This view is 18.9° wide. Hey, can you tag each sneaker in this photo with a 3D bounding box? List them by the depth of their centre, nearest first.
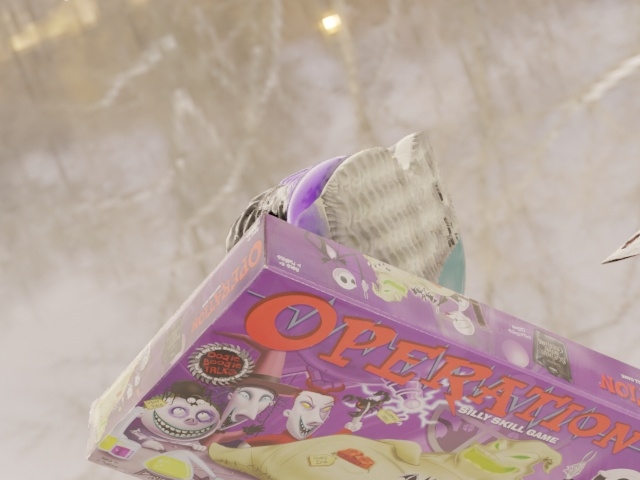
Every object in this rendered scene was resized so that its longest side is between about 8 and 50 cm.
[{"bbox_3d":[0.000,0.001,1.284,0.146,0.102,0.293,-17,-178,14],"label":"sneaker"}]

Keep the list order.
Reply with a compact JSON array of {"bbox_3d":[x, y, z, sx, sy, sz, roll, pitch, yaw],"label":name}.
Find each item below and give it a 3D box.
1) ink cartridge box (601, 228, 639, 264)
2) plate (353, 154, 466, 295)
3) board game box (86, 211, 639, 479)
[{"bbox_3d":[0.241,0.004,1.208,0.115,0.029,0.063,-14,-165,43],"label":"ink cartridge box"},{"bbox_3d":[0.044,0.019,1.604,0.024,0.188,0.188,-7,176,-43],"label":"plate"},{"bbox_3d":[0.061,0.117,1.141,0.208,0.347,0.056,-50,-151,35],"label":"board game box"}]
